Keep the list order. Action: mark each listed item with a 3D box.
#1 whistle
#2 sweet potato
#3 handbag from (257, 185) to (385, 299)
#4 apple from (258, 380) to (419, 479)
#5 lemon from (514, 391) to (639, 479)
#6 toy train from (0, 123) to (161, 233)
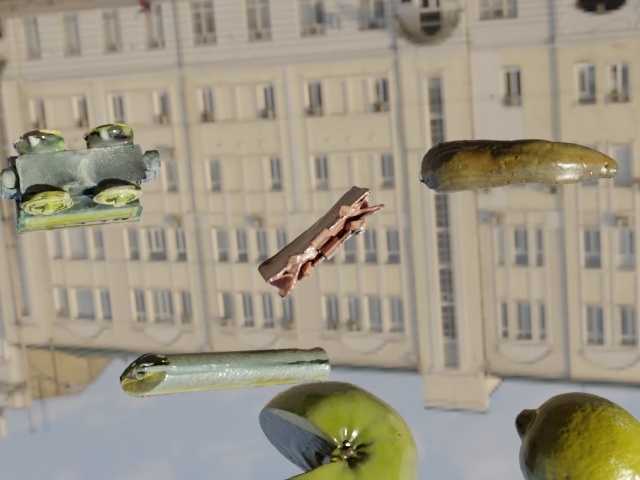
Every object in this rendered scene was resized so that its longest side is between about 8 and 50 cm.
[{"bbox_3d":[-0.127,0.183,1.562,0.326,0.057,0.068,3,151,-38],"label":"whistle"},{"bbox_3d":[0.229,-0.089,1.285,0.233,0.062,0.081,-1,-177,12],"label":"sweet potato"},{"bbox_3d":[0.000,0.000,1.720,0.212,0.059,0.157,-42,-174,-2],"label":"handbag"},{"bbox_3d":[0.015,0.362,1.733,0.292,0.292,0.254,-8,158,-18],"label":"apple"},{"bbox_3d":[0.403,0.325,1.634,0.248,0.184,0.184,30,-152,28],"label":"lemon"},{"bbox_3d":[-0.395,-0.102,1.793,0.261,0.134,0.177,-7,168,-16],"label":"toy train"}]
